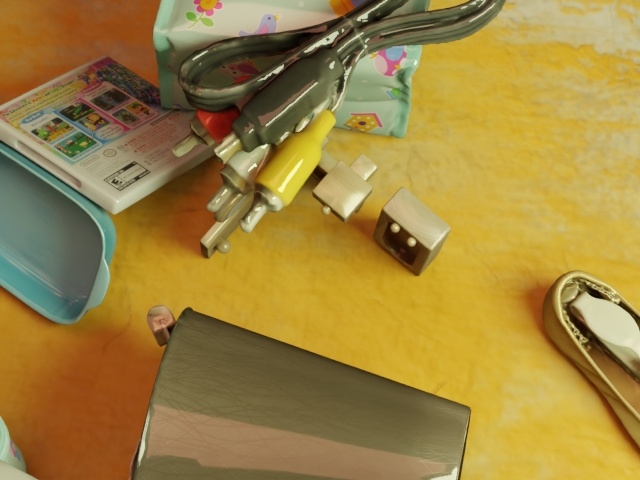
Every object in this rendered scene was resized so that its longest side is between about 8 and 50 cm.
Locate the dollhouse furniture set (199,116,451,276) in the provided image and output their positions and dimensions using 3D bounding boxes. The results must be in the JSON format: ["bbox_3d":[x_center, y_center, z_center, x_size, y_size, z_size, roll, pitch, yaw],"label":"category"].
[{"bbox_3d":[0.000,0.000,1.436,0.151,0.144,0.123,41,80,6],"label":"dollhouse furniture set"}]

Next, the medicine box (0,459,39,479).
[{"bbox_3d":[-0.232,0.319,1.217,0.263,0.149,0.289,28,98,5],"label":"medicine box"}]

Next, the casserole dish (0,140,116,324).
[{"bbox_3d":[-0.236,-0.013,1.482,0.188,0.114,0.037,33,32,20],"label":"casserole dish"}]

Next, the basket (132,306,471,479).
[{"bbox_3d":[-0.010,0.167,1.347,0.226,0.154,0.204,10,66,7],"label":"basket"}]

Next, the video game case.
[{"bbox_3d":[-0.175,-0.091,1.503,0.143,0.019,0.157,32,38,19],"label":"video game case"}]

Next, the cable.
[{"bbox_3d":[0.008,-0.136,1.397,0.287,0.072,0.139,-38,62,-11],"label":"cable"}]

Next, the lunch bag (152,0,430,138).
[{"bbox_3d":[-0.013,-0.238,1.517,0.223,0.160,0.262,9,67,2],"label":"lunch bag"}]

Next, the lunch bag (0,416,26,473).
[{"bbox_3d":[-0.382,0.167,1.406,0.279,0.108,0.224,29,73,17],"label":"lunch bag"}]

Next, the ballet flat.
[{"bbox_3d":[0.254,0.111,1.381,0.080,0.073,0.232,-42,69,-12],"label":"ballet flat"}]

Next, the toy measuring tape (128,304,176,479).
[{"bbox_3d":[-0.189,0.201,1.370,0.121,0.121,0.330,6,67,9],"label":"toy measuring tape"}]
